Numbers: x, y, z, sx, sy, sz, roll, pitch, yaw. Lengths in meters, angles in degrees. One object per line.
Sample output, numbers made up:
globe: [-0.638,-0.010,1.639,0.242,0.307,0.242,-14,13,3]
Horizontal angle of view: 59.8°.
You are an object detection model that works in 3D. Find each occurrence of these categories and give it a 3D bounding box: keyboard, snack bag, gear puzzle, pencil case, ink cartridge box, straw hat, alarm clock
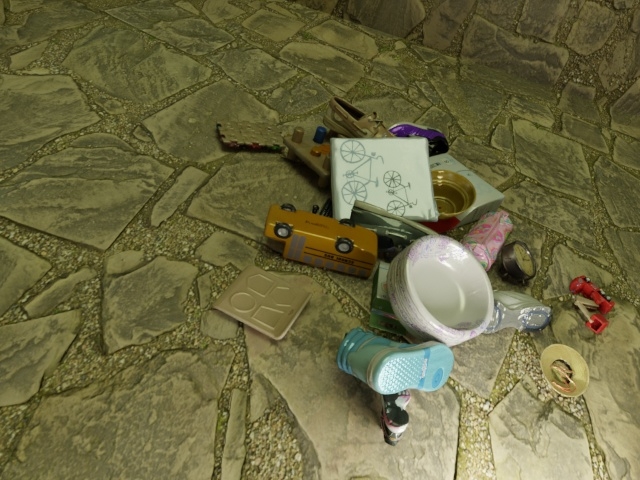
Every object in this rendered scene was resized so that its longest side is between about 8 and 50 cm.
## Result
keyboard: [0.019,-0.082,1.813,0.108,0.023,0.180,21,38,5]
snack bag: [0.203,-0.202,1.814,0.342,0.037,0.324,-2,67,-2]
gear puzzle: [-0.218,-0.382,2.077,0.338,0.044,0.176,0,40,-24]
pencil case: [0.542,0.001,1.830,0.124,0.124,0.284,32,42,18]
ink cartridge box: [0.433,-0.180,2.032,0.384,0.091,0.308,-16,49,-36]
ink cartridge box: [0.202,0.159,1.557,0.108,0.062,0.209,17,39,-3]
straw hat: [0.637,0.355,1.486,0.144,0.061,0.145,4,56,-6]
alarm clock: [0.647,0.061,1.811,0.129,0.064,0.192,55,43,-5]

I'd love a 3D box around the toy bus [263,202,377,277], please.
toy bus: [0.000,0.000,1.620,0.332,0.130,0.108,14,40,-4]

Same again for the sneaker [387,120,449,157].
sneaker: [0.404,-0.403,2.278,0.293,0.102,0.146,-2,43,-22]

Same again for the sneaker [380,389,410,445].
sneaker: [0.159,0.393,1.261,0.071,0.077,0.178,16,17,8]

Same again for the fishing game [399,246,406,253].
fishing game: [0.328,0.048,1.717,0.189,0.041,0.264,30,26,17]

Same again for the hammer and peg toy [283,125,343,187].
hammer and peg toy: [0.067,-0.327,2.044,0.361,0.128,0.266,-18,50,-40]

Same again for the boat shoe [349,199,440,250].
boat shoe: [0.236,-0.024,1.691,0.319,0.099,0.116,23,8,2]

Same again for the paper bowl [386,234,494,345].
paper bowl: [0.300,0.139,1.460,0.284,0.148,0.285,15,57,-23]

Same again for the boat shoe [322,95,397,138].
boat shoe: [0.165,-0.400,1.979,0.340,0.110,0.121,29,37,13]

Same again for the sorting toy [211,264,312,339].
sorting toy: [-0.149,0.160,1.453,0.208,0.038,0.193,22,38,13]

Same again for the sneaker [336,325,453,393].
sneaker: [0.171,0.278,1.361,0.318,0.127,0.208,13,2,-45]

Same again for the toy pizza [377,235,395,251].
toy pizza: [0.161,-0.027,1.792,0.201,0.032,0.201,11,40,-9]

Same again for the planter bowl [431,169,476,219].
planter bowl: [0.414,-0.138,1.904,0.216,0.090,0.217,0,50,0]

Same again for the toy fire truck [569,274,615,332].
toy fire truck: [0.854,0.197,1.767,0.135,0.047,0.192,-10,45,-28]

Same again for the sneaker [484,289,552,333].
sneaker: [0.514,0.197,1.619,0.296,0.111,0.129,9,22,-14]
